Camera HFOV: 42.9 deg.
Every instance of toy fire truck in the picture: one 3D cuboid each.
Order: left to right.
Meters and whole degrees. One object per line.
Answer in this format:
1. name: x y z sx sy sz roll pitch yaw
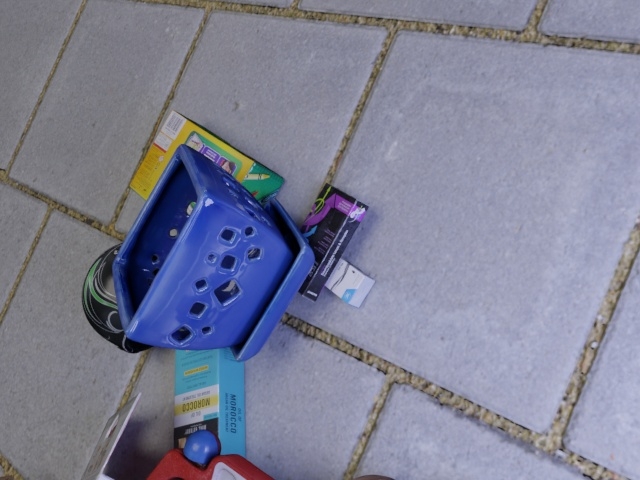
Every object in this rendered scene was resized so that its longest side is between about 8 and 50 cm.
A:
1. toy fire truck: -0.141 0.394 1.072 0.302 0.169 0.253 24 99 42

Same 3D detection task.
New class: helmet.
1. helmet: -0.323 0.090 1.384 0.161 0.169 0.169 46 104 24

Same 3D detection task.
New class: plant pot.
1. plant pot: -0.153 0.028 1.196 0.236 0.212 0.236 -59 28 12

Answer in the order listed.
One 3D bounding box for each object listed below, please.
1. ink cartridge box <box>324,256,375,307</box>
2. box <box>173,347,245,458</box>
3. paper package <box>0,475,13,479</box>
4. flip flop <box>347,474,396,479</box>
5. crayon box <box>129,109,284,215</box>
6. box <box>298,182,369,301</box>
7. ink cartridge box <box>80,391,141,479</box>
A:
1. ink cartridge box: 0.034 0.056 1.189 0.083 0.028 0.048 35 96 43
2. box: -0.172 0.264 1.254 0.100 0.060 0.244 -21 60 32
3. paper package: -0.620 0.611 1.361 0.325 0.168 0.309 -59 43 27
4. flip flop: 0.059 0.331 1.017 0.277 0.112 0.080 -2 56 44
5. crayon box: -0.205 -0.100 1.417 0.278 0.081 0.165 35 96 42
6. box: 0.000 0.000 1.219 0.162 0.029 0.116 -62 28 4
7. ink cartridge box: -0.336 0.384 1.246 0.261 0.066 0.296 -65 12 -27
